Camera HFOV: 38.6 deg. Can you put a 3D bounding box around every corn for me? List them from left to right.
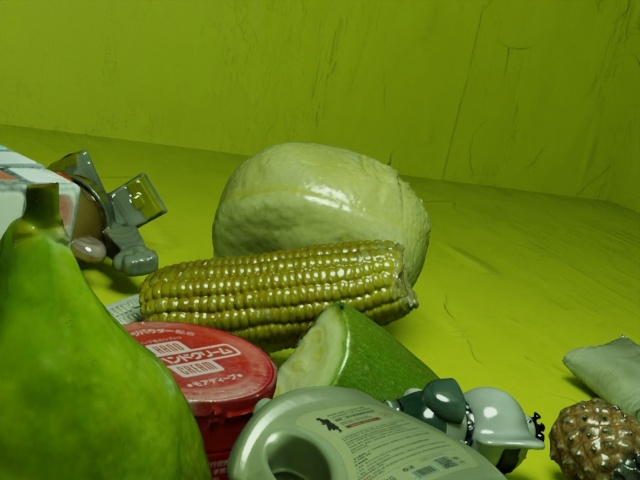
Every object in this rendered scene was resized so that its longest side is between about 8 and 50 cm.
[{"bbox_3d":[-0.053,0.072,1.137,0.344,0.131,0.131,-9,12,9],"label":"corn"}]

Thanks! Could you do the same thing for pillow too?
[{"bbox_3d":[0.461,0.210,1.343,0.134,0.078,0.181,0,21,-28],"label":"pillow"}]

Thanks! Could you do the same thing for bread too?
[{"bbox_3d":[0.002,-0.008,1.361,0.320,0.321,0.237,12,42,-1],"label":"bread"}]

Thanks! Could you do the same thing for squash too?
[{"bbox_3d":[0.067,0.222,1.076,0.289,0.203,0.111,45,-10,-37],"label":"squash"}]

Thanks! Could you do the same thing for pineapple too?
[{"bbox_3d":[0.349,0.266,0.983,0.111,0.119,0.237,39,1,-29],"label":"pineapple"}]

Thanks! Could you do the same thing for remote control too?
[{"bbox_3d":[-0.243,0.114,1.216,0.073,0.044,0.229,37,13,7],"label":"remote control"}]

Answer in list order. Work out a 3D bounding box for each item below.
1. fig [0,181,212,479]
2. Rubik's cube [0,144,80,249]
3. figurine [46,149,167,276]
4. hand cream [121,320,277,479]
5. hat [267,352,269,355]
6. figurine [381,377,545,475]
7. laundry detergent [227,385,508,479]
[{"bbox_3d":[-0.200,0.129,0.713,0.233,0.314,0.233,-7,-7,-1],"label":"fig"},{"bbox_3d":[-0.443,0.025,0.966,0.253,0.259,0.256,21,17,38],"label":"Rubik's cube"},{"bbox_3d":[-0.395,-0.035,1.408,0.342,0.167,0.285,2,17,18],"label":"figurine"},{"bbox_3d":[-0.144,0.170,0.913,0.193,0.125,0.193,12,13,-3],"label":"hand cream"},{"bbox_3d":[-0.102,0.130,1.235,0.076,0.059,0.077,13,9,-14],"label":"hat"},{"bbox_3d":[0.159,0.210,0.993,0.192,0.126,0.147,4,18,-18],"label":"figurine"},{"bbox_3d":[0.021,0.192,0.756,0.181,0.091,0.253,-9,21,-38],"label":"laundry detergent"}]
